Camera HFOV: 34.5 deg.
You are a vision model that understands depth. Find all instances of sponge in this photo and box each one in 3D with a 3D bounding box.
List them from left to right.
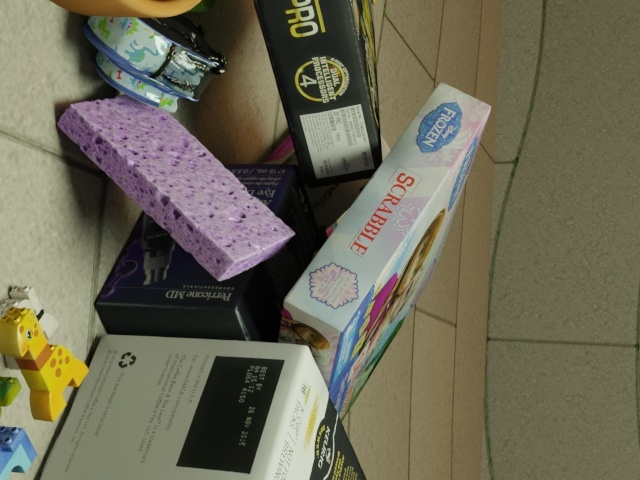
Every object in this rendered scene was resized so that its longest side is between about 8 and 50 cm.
[{"bbox_3d":[-0.129,-0.055,0.934,0.031,0.210,0.117,-52,168,26],"label":"sponge"}]

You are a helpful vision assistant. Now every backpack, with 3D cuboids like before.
[{"bbox_3d":[-0.162,-0.176,0.948,0.114,0.105,0.084,27,105,-37],"label":"backpack"}]

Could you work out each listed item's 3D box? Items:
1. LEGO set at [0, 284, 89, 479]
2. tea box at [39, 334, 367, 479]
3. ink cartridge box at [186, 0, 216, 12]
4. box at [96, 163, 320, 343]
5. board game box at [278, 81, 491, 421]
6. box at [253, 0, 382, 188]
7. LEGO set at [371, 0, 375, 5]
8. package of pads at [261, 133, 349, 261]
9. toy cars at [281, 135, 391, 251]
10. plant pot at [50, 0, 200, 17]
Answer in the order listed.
[{"bbox_3d":[-0.242,0.104,0.766,0.227,0.087,0.093,-67,151,-49],"label":"LEGO set"},{"bbox_3d":[-0.107,0.311,0.954,0.323,0.220,0.329,69,30,-44],"label":"tea box"},{"bbox_3d":[-0.149,-0.373,0.991,0.189,0.097,0.255,-66,149,-47],"label":"ink cartridge box"},{"bbox_3d":[-0.106,0.028,1.043,0.207,0.153,0.108,-71,153,-42],"label":"box"},{"bbox_3d":[0.056,0.046,1.095,0.318,0.066,0.318,-55,166,-32],"label":"board game box"},{"bbox_3d":[-0.016,-0.301,1.032,0.318,0.097,0.395,-93,170,-48],"label":"box"},{"bbox_3d":[0.063,-0.448,1.432,0.331,0.192,0.255,-36,124,-66],"label":"LEGO set"},{"bbox_3d":[0.000,0.000,1.414,0.229,0.101,0.296,-53,140,-56],"label":"package of pads"},{"bbox_3d":[-0.034,0.029,1.237,0.176,0.087,0.393,3,107,-38],"label":"toy cars"},{"bbox_3d":[-0.203,-0.292,0.686,0.291,0.203,0.291,1,90,-71],"label":"plant pot"}]
